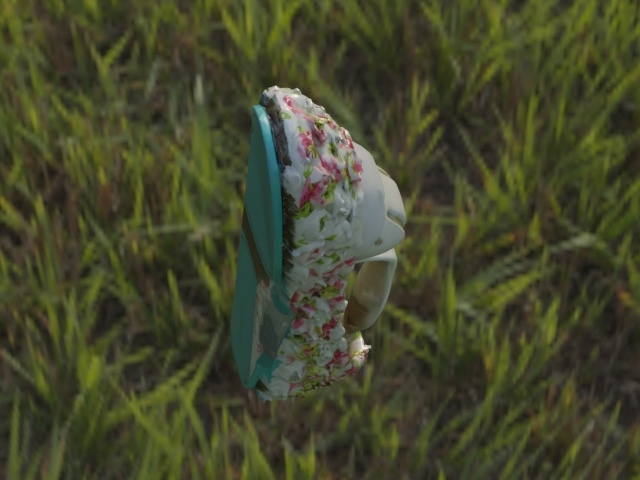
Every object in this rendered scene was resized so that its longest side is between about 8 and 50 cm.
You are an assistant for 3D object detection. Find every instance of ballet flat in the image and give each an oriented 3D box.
[{"bbox_3d":[0.000,0.000,0.868,0.077,0.241,0.091,-8,63,-10],"label":"ballet flat"}]
